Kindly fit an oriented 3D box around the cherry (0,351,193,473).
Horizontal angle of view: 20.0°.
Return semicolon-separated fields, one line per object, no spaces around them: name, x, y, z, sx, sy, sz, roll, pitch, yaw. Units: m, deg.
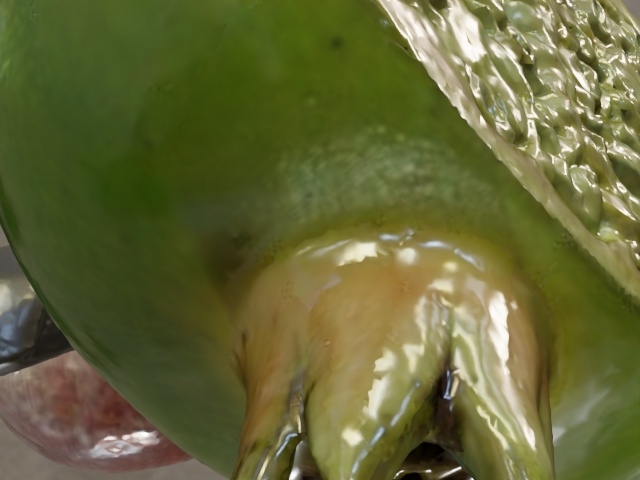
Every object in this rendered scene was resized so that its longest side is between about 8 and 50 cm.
cherry;-0.195;0.091;1.888;0.335;0.326;0.291;-24;122;-15

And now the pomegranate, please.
pomegranate;0.000;0.000;0.633;0.310;0.216;0.358;44;33;-29

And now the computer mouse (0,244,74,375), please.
computer mouse;-0.253;0.054;1.478;0.269;0.170;0.100;-19;96;-60
